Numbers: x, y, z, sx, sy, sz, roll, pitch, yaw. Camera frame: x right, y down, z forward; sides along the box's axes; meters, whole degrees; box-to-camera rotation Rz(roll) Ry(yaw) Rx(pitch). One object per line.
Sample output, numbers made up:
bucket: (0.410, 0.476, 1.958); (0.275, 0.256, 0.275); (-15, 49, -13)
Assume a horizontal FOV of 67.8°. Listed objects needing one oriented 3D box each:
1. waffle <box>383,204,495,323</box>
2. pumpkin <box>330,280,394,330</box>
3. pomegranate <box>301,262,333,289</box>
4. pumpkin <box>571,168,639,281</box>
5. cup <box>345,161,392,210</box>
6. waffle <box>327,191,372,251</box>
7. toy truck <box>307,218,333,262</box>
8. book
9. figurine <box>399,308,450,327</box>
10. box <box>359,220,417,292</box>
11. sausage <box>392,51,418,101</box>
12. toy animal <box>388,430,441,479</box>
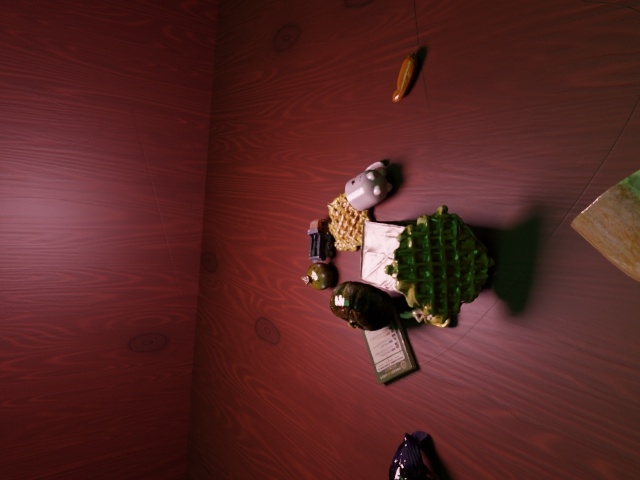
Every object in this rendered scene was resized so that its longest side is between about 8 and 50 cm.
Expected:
waffle: (0.355, 0.076, 1.403); (0.297, 0.317, 0.073); (-46, 9, 0)
pumpkin: (0.148, 0.241, 1.710); (0.237, 0.237, 0.159); (-3, 67, 54)
pomegranate: (-0.006, 0.154, 2.062); (0.130, 0.130, 0.131); (-3, 87, 54)
pumpkin: (0.709, -0.052, 0.960); (0.332, 0.332, 0.199); (-43, 68, 44)
cup: (0.200, -0.209, 1.816); (0.142, 0.173, 0.134); (-30, 97, 48)
waffle: (0.120, -0.081, 1.962); (0.245, 0.052, 0.255); (-25, 70, 49)
toy truck: (0.000, 0.000, 2.073); (0.083, 0.092, 0.192); (-10, 73, 54)
book: (0.244, 0.382, 1.795); (0.202, 0.027, 0.265); (-43, 55, 43)
figurine: (0.356, 0.255, 1.616); (0.187, 0.083, 0.083); (-12, 79, 47)
box: (0.296, 0.053, 1.602); (0.297, 0.190, 0.226); (12, 100, 54)
sausage: (0.308, -0.584, 1.721); (0.062, 0.054, 0.183); (-90, 16, -65)
toy animal: (0.307, 0.778, 1.567); (0.122, 0.185, 0.299); (-42, 38, 50)
